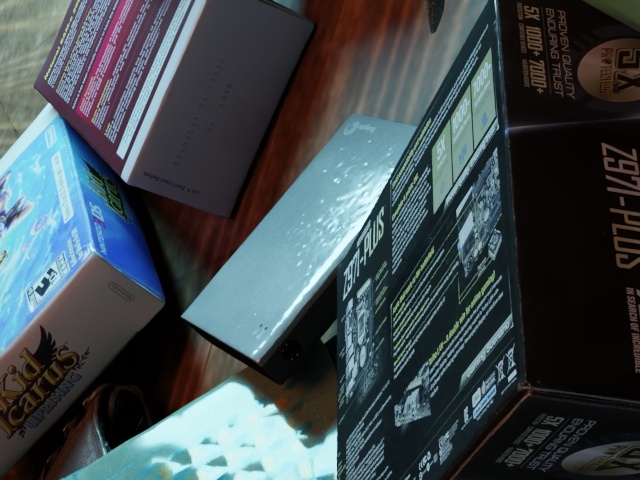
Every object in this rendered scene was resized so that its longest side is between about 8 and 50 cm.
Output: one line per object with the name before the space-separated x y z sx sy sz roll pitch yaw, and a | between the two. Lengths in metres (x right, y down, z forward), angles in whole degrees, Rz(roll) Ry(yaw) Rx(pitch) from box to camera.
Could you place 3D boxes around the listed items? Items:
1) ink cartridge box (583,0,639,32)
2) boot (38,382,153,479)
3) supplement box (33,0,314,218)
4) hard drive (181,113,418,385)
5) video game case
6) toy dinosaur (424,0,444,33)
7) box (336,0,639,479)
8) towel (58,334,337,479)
ink cartridge box | 0.150 -0.168 0.451 0.235 0.056 0.171 -46 39 1
boot | -0.170 0.177 0.903 0.229 0.091 0.263 -56 35 16
supplement box | -0.102 -0.116 0.950 0.130 0.073 0.239 -65 30 9
hard drive | 0.000 0.000 0.706 0.135 0.022 0.094 -50 26 -10
video game case | -0.219 0.053 0.974 0.244 0.061 0.269 -48 26 9
toy dinosaur | 0.125 -0.225 0.609 0.160 0.121 0.313 -136 62 -72
box | 0.066 0.031 0.511 0.180 0.078 0.147 117 158 -53
towel | -0.061 0.210 0.566 0.271 0.040 0.370 -29 35 3
